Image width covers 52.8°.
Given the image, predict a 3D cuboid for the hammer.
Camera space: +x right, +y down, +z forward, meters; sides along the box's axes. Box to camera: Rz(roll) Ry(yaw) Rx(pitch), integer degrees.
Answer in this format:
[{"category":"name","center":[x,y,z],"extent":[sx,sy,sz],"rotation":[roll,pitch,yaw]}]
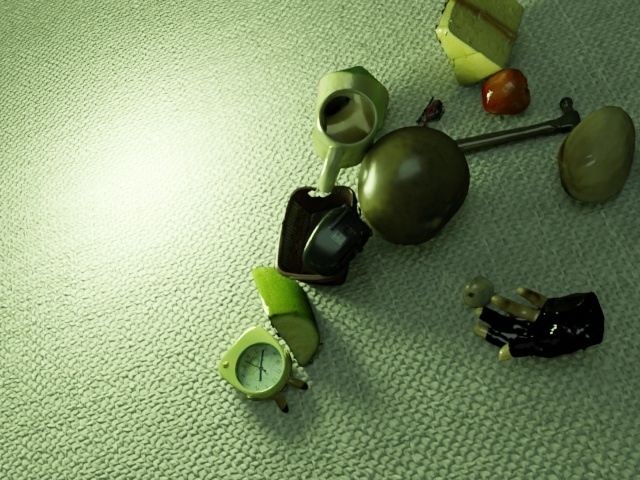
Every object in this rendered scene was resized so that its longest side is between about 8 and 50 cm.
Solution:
[{"category":"hammer","center":[0.522,-0.297,1.863],"extent":[0.440,0.044,0.168],"rotation":[-10,60,12]}]

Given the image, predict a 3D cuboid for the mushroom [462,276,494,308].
[{"category":"mushroom","center":[0.402,0.131,1.668],"extent":[0.085,0.085,0.079],"rotation":[-39,26,-5]}]

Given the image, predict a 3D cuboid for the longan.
[{"category":"longan","center":[0.243,-0.148,1.719],"extent":[0.319,0.319,0.319],"rotation":[-7,62,13]}]

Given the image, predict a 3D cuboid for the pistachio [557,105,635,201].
[{"category":"pistachio","center":[0.736,-0.226,1.697],"extent":[0.197,0.166,0.288],"rotation":[37,73,4]}]

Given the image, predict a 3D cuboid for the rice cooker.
[{"category":"rice cooker","center":[0.043,0.000,1.643],"extent":[0.118,0.142,0.203],"rotation":[39,82,17]}]

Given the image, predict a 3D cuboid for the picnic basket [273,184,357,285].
[{"category":"picnic basket","center":[0.000,0.000,1.812],"extent":[0.222,0.129,0.297],"rotation":[2,64,18]}]

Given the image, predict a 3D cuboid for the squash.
[{"category":"squash","center":[-0.085,0.187,1.799],"extent":[0.111,0.203,0.288],"rotation":[-31,24,0]}]

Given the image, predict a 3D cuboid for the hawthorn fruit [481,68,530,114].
[{"category":"hawthorn fruit","center":[0.536,-0.431,1.878],"extent":[0.138,0.133,0.133],"rotation":[-20,60,16]}]

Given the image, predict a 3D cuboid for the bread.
[{"category":"bread","center":[0.439,-0.640,1.934],"extent":[0.198,0.236,0.263],"rotation":[-19,44,61]}]

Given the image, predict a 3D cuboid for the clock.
[{"category":"clock","center":[-0.147,0.350,1.712],"extent":[0.232,0.069,0.170],"rotation":[36,78,27]}]

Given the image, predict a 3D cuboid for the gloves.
[{"category":"gloves","center":[0.515,0.210,1.544],"extent":[0.301,0.152,0.197],"rotation":[6,44,26]}]

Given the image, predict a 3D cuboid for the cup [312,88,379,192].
[{"category":"cup","center":[0.070,-0.260,1.760],"extent":[0.173,0.202,0.255],"rotation":[-5,78,-4]}]

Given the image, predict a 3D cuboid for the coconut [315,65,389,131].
[{"category":"coconut","center":[0.091,-0.424,1.961],"extent":[0.236,0.204,0.236],"rotation":[-11,69,31]}]

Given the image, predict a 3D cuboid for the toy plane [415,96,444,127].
[{"category":"toy plane","center":[0.333,-0.383,1.964],"extent":[0.060,0.037,0.145],"rotation":[21,70,29]}]
